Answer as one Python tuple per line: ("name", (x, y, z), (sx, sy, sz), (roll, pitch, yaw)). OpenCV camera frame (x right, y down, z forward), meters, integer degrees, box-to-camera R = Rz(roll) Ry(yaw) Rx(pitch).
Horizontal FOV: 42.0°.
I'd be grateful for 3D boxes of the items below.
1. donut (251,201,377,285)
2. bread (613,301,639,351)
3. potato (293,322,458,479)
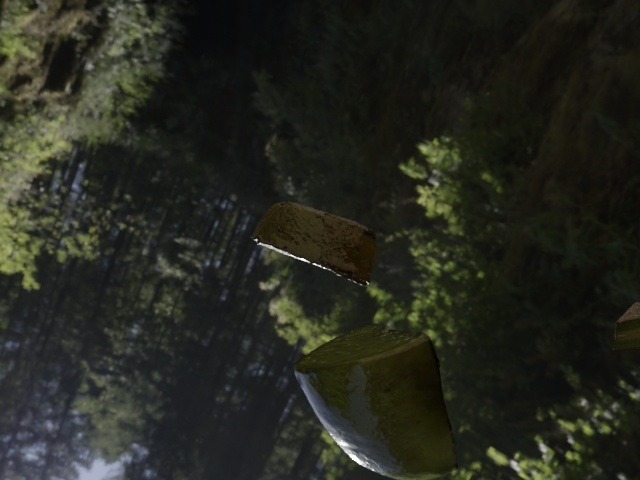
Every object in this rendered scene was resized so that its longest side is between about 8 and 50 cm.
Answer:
("donut", (0.000, 0.000, 1.609), (0.272, 0.107, 0.272), (22, 177, 1))
("bread", (0.661, 0.185, 1.706), (0.084, 0.074, 0.139), (15, -159, 33))
("potato", (0.092, 0.312, 1.484), (0.213, 0.280, 0.330), (-21, -176, -13))
